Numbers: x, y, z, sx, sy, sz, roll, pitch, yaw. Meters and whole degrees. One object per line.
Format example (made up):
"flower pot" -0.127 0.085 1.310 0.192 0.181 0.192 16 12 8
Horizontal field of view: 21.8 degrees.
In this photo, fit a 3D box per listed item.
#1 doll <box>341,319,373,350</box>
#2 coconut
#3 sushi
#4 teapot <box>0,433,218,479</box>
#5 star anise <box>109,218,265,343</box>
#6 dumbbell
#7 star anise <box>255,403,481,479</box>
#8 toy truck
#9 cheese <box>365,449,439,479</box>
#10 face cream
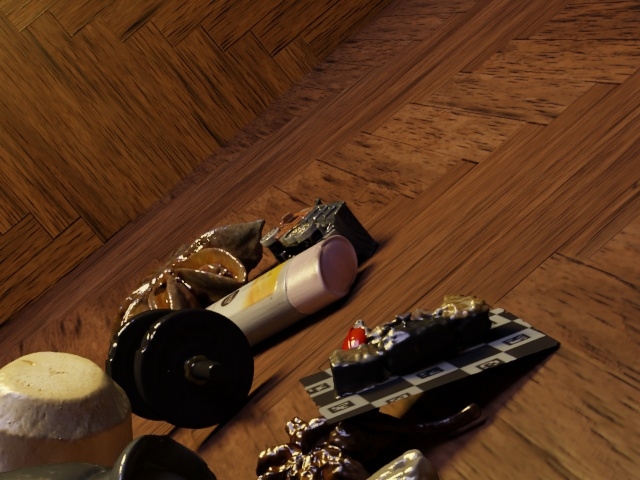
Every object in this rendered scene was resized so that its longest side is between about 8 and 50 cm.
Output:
"doll" 0.043 0.118 1.750 0.114 0.039 0.057 -78 12 -59
"coconut" -0.318 0.254 1.965 0.202 0.222 0.202 4 20 -1
"sushi" 0.085 0.089 1.514 0.215 0.051 0.192 -19 10 -6
"teapot" -0.204 0.298 1.436 0.285 0.223 0.305 -27 14 23
"star anise" -0.197 0.074 2.478 0.315 0.108 0.315 -38 9 7
"dumbbell" -0.174 0.153 2.019 0.143 0.143 0.325 -43 12 -17
"star anise" 0.027 0.181 1.495 0.234 0.073 0.177 -32 21 3
"toy truck" 0.000 0.000 2.202 0.092 0.083 0.192 -44 14 -19
"cheese" 0.015 0.240 1.371 0.194 0.043 0.065 -37 13 14
"face cream" -0.068 0.085 2.127 0.269 0.073 0.107 -29 24 35
